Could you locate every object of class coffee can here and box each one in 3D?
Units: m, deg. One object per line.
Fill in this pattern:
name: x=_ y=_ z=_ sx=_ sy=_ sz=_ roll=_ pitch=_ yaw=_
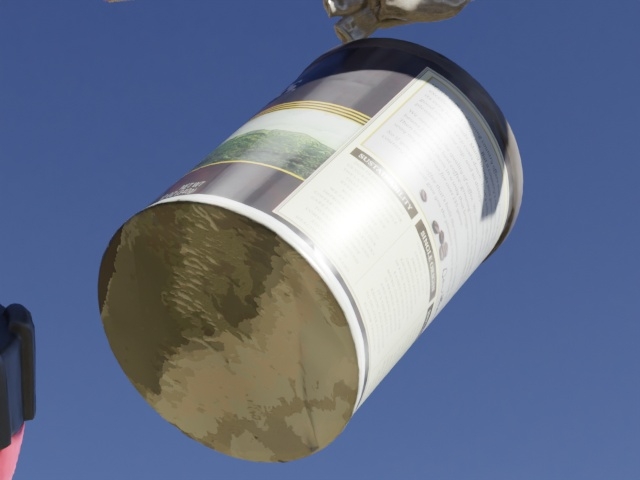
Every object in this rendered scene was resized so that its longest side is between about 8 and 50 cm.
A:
coffee can: x=0.000 y=0.000 z=1.333 sx=0.201 sy=0.275 sz=0.201 roll=15 pitch=-56 yaw=23

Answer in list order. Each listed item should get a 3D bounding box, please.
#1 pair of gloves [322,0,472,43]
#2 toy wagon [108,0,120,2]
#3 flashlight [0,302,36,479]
pair of gloves: x=0.057 y=-0.285 z=1.467 sx=0.204 sy=0.240 sz=0.042 roll=-24 pitch=3 yaw=-30
toy wagon: x=0.049 y=-0.154 z=0.726 sx=0.344 sy=0.068 sz=0.267 roll=-5 pitch=7 yaw=43
flashlight: x=-0.182 y=0.169 z=0.845 sx=0.103 sy=0.304 sz=0.103 roll=24 pitch=31 yaw=35
